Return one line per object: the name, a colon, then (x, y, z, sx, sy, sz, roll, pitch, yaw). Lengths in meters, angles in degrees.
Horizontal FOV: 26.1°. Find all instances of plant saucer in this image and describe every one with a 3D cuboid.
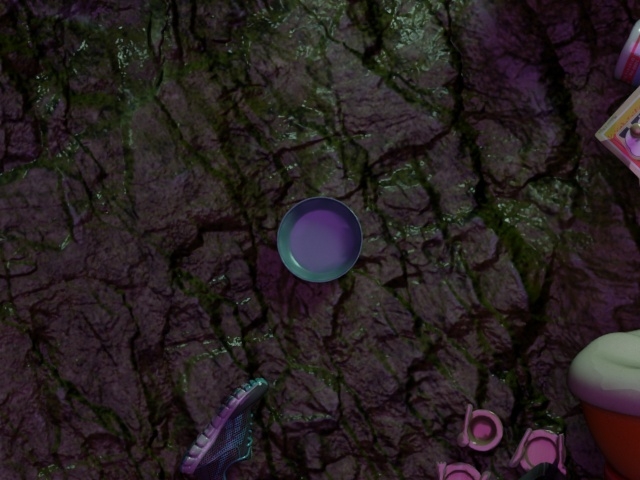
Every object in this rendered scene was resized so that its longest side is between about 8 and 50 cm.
plant saucer: (0.000, 0.000, 1.902, 0.119, 0.021, 0.119, -1, 81, 9)

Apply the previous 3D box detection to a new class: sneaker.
sneaker: (-0.116, 0.262, 1.868, 0.076, 0.065, 0.166, 38, 91, -5)

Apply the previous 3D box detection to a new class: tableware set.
tableware set: (0.237, 0.302, 1.822, 0.168, 0.020, 0.141, 17, 84, 11)

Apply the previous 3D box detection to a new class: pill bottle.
pill bottle: (0.478, -0.226, 1.834, 0.160, 0.087, 0.087, 25, 86, 12)

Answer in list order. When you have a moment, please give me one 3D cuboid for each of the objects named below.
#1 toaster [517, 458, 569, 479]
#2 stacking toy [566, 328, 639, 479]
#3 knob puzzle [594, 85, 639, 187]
toaster: (0.281, 0.385, 1.738, 0.185, 0.110, 0.168, -42, 87, 9)
stacking toy: (0.487, 0.352, 1.675, 0.350, 0.350, 0.480, -4, 98, 8)
knob puzzle: (0.476, -0.135, 1.753, 0.213, 0.030, 0.213, -3, 78, 13)
